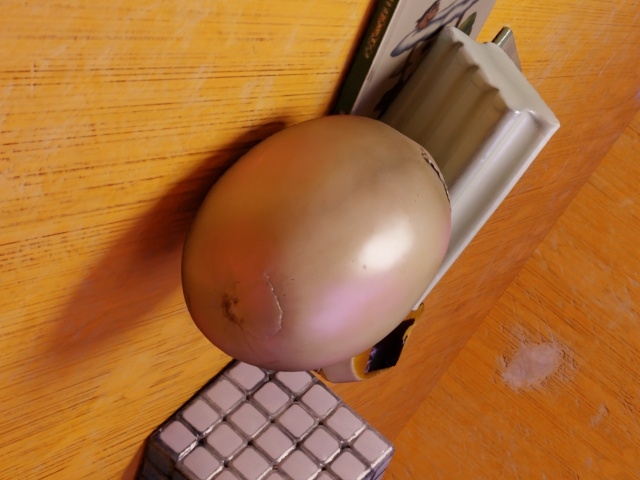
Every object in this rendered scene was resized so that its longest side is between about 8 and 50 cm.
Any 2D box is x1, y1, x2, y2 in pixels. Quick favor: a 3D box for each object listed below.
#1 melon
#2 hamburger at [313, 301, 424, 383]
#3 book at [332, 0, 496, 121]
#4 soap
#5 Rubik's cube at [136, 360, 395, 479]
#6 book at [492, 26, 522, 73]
[{"bbox_3d":[0.000,0.000,1.680,0.317,0.223,0.223,-34,159,-49],"label":"melon"},{"bbox_3d":[0.058,0.121,2.473,0.210,0.116,0.173,-18,137,-60],"label":"hamburger"},{"bbox_3d":[0.131,-0.262,1.819,0.260,0.043,0.371,-40,163,-38],"label":"book"},{"bbox_3d":[0.119,-0.075,1.857,0.087,0.160,0.265,16,120,-39],"label":"soap"},{"bbox_3d":[-0.079,0.313,2.231,0.238,0.237,0.237,-41,165,-32],"label":"Rubik's cube"},{"bbox_3d":[0.172,-0.143,2.313,0.283,0.025,0.215,-51,166,-3],"label":"book"}]
